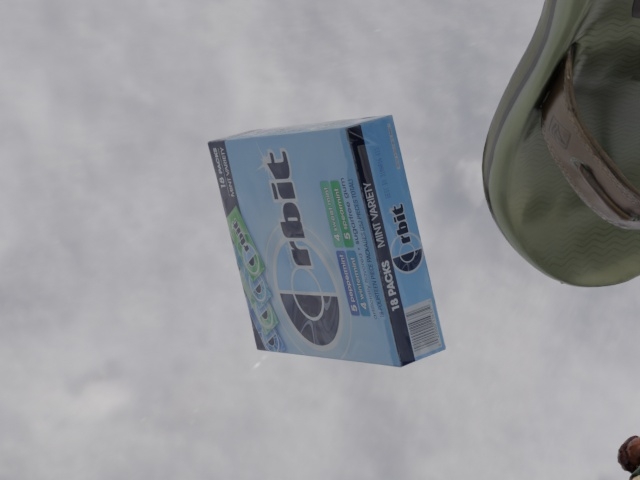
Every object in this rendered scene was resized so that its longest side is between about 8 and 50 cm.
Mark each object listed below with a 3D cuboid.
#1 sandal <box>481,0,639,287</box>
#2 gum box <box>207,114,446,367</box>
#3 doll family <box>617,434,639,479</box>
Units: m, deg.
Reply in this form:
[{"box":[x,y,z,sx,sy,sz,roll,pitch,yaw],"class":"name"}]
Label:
[{"box":[0.150,-0.059,0.770,0.120,0.303,0.086,-17,59,-11],"class":"sandal"},{"box":[0.000,0.000,1.101,0.184,0.041,0.157,-1,105,58],"class":"gum box"},{"box":[0.182,0.177,0.981,0.076,0.193,0.111,56,149,1],"class":"doll family"}]
